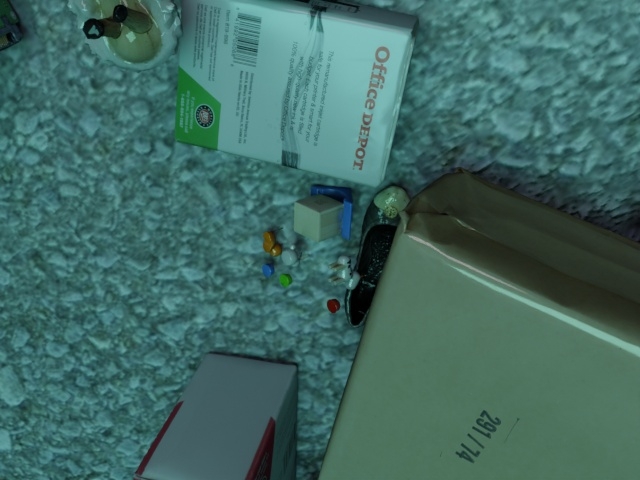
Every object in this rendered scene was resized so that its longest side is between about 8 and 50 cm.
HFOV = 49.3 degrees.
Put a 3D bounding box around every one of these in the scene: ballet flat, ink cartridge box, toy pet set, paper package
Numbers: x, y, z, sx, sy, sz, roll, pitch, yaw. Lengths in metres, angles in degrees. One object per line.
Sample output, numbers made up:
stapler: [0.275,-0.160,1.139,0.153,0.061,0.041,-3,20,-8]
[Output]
ballet flat: [0.065,0.021,0.757,0.057,0.049,0.173,14,120,4]
ink cartridge box: [-0.023,-0.152,0.662,0.208,0.087,0.153,15,119,6]
toy pet set: [0.000,0.000,0.761,0.122,0.065,0.114,26,125,39]
ink cartridge box: [-0.113,0.329,0.861,0.131,0.226,0.306,8,118,9]
paper package: [0.186,0.146,0.636,0.309,0.168,0.324,25,123,16]

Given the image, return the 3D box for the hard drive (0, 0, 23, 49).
hard drive: [-0.423,-0.297,0.591,0.064,0.237,0.339,-18,113,21]

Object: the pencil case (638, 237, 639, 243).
pencil case: [0.370,-0.058,0.607,0.124,0.124,0.284,13,121,6]

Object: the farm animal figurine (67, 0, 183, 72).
farm animal figurine: [-0.097,-0.340,0.534,0.330,0.172,0.326,-26,101,10]
